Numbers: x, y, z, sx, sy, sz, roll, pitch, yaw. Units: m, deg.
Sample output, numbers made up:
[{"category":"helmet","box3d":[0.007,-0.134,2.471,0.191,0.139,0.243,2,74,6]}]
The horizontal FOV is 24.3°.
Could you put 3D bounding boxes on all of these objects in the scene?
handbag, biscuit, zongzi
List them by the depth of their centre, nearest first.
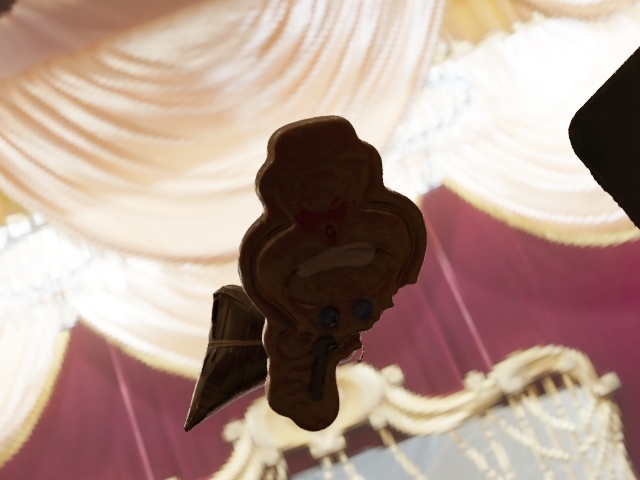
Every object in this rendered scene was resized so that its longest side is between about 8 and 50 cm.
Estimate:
[{"category":"biscuit","box3d":[0.005,0.037,1.476,0.183,0.047,0.319,12,-77,-11]},{"category":"handbag","box3d":[0.431,-0.076,1.539,0.089,0.326,0.238,-23,-19,-46]},{"category":"zongzi","box3d":[-0.053,0.159,1.759,0.187,0.184,0.084,14,-4,6]}]
